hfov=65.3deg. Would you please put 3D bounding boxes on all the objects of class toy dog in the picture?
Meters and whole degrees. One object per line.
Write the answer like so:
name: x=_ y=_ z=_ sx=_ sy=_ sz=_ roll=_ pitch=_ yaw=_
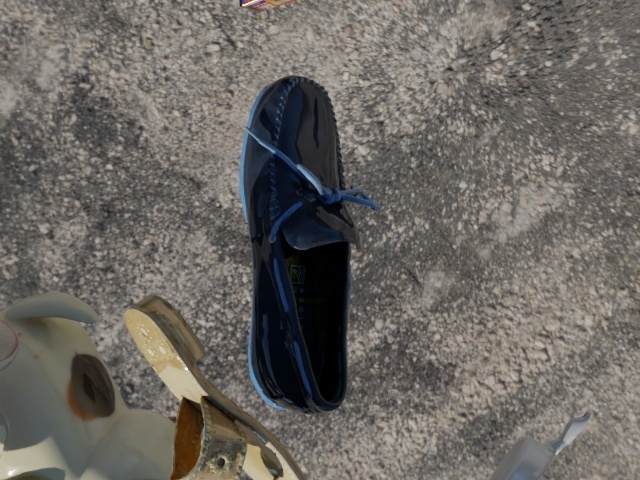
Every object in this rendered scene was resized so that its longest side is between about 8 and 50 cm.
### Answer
toy dog: x=-0.400 y=0.309 z=0.833 sx=0.408 sy=0.284 sz=0.395 roll=42 pitch=95 yaw=-6

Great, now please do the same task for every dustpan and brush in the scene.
dustpan and brush: x=0.333 y=0.335 z=0.768 sx=0.060 sy=0.147 sz=0.211 roll=35 pitch=85 yaw=21

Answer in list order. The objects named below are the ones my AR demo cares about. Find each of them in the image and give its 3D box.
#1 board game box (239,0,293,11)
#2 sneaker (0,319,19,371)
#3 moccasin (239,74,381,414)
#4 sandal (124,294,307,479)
board game box: x=0.000 y=-0.315 z=0.458 sx=0.193 sy=0.045 sz=0.147 roll=-5 pitch=103 yaw=25
sneaker: x=-0.336 y=0.051 z=0.438 sx=0.111 sy=0.252 sz=0.103 roll=-38 pitch=67 yaw=-16
moccasin: x=0.000 y=0.000 z=0.509 sx=0.116 sy=0.137 sz=0.343 roll=-3 pitch=91 yaw=54
sandal: x=-0.105 y=0.165 z=0.418 sx=0.088 sy=0.079 sz=0.240 roll=-30 pitch=97 yaw=46
